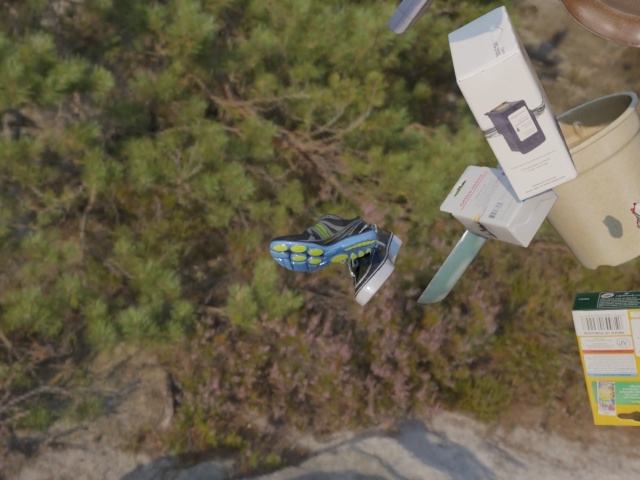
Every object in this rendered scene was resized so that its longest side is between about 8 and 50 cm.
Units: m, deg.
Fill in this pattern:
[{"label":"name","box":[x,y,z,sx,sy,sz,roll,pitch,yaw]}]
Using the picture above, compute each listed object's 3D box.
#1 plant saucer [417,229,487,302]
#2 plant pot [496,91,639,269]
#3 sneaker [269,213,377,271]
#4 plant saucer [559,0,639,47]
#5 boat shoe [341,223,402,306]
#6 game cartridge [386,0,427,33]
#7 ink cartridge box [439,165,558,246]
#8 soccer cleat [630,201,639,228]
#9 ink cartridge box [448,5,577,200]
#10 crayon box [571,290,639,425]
[{"label":"plant saucer","box":[0.295,0.002,1.668,0.044,0.317,0.317,36,29,8]},{"label":"plant pot","box":[0.619,-0.118,1.917,0.305,0.334,0.334,57,23,-12]},{"label":"sneaker","box":[0.000,0.000,1.416,0.188,0.067,0.078,-11,50,-23]},{"label":"plant saucer","box":[0.490,-0.389,1.203,0.311,0.310,0.050,16,66,-1]},{"label":"boat shoe","box":[0.107,0.041,1.903,0.105,0.113,0.306,37,31,-3]},{"label":"game cartridge","box":[0.286,-0.653,2.142,0.062,0.297,0.198,38,33,-3]},{"label":"ink cartridge box","box":[0.297,-0.062,1.436,0.061,0.104,0.181,40,-9,-30]},{"label":"soccer cleat","box":[0.582,-0.040,1.522,0.036,0.029,0.083,17,-21,43]},{"label":"ink cartridge box","box":[0.292,-0.210,1.301,0.100,0.237,0.172,-24,33,19]},{"label":"crayon box","box":[0.696,0.266,1.911,0.203,0.322,0.083,-5,27,27]}]
